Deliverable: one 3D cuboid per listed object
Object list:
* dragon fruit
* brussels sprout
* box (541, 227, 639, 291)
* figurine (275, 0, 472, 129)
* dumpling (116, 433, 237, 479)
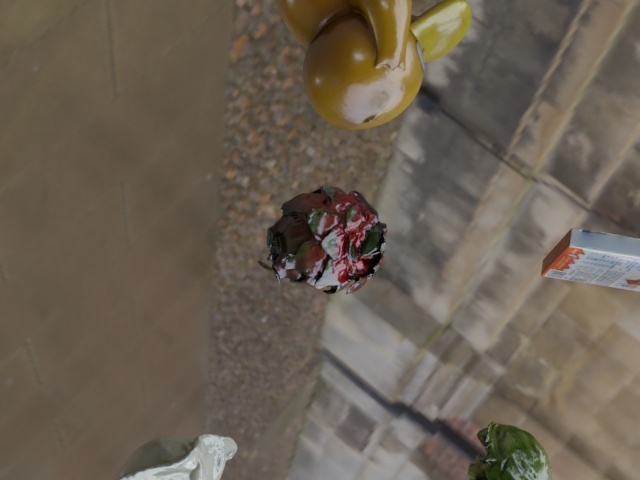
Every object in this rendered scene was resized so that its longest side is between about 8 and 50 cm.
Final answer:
[{"bbox_3d":[0.009,0.000,1.764,0.182,0.189,0.182,-167,-90,-80],"label":"dragon fruit"},{"bbox_3d":[0.338,0.391,1.913,0.139,0.181,0.100,-62,-172,-27],"label":"brussels sprout"},{"bbox_3d":[0.618,0.046,2.310,0.273,0.265,0.048,97,2,-75],"label":"box"},{"bbox_3d":[0.034,-0.232,1.114,0.215,0.228,0.215,-38,171,-7],"label":"figurine"},{"bbox_3d":[-0.180,0.276,1.331,0.169,0.099,0.134,-3,154,-9],"label":"dumpling"}]
